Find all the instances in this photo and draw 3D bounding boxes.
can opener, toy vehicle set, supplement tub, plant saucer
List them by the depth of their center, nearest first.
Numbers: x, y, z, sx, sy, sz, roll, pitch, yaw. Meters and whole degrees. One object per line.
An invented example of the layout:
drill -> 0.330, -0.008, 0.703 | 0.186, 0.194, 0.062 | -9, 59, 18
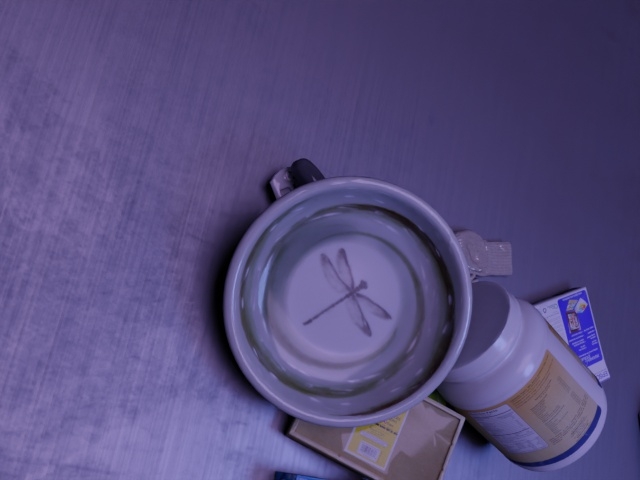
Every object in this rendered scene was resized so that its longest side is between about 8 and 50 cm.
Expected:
plant saucer -> 0.041, 0.096, 1.237 | 0.401, 0.100, 0.400 | -1, 93, -9
toy vehicle set -> 0.095, 0.313, 1.281 | 0.267, 0.035, 0.166 | 29, 66, -1
can opener -> 0.000, 0.000, 1.302 | 0.076, 0.095, 0.283 | -25, 94, -32
supplement tub -> 0.343, 0.243, 1.372 | 0.316, 0.228, 0.228 | 45, 61, -25

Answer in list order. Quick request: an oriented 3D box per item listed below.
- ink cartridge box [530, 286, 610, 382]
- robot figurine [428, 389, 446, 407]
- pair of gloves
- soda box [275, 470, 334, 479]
ink cartridge box -> 0.506, 0.221, 1.601 | 0.206, 0.045, 0.208 | -14, 87, -33
robot figurine -> 0.176, 0.298, 1.371 | 0.115, 0.067, 0.101 | 6, 77, -31
pair of gloves -> 0.309, 0.098, 1.506 | 0.204, 0.042, 0.240 | 12, 74, -29
soda box -> 0.026, 0.431, 1.252 | 0.210, 0.071, 0.067 | 20, 70, -27
